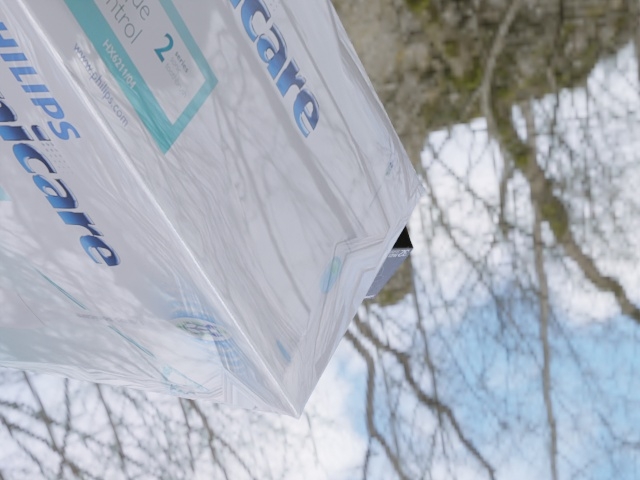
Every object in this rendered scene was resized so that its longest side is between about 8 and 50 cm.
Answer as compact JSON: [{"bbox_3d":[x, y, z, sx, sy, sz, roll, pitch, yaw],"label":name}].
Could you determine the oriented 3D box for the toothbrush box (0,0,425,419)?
[{"bbox_3d":[-0.139,-0.058,0.579,0.296,0.216,0.126,5,-130,34],"label":"toothbrush box"}]

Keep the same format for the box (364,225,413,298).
[{"bbox_3d":[0.000,0.000,0.850,0.083,0.062,0.052,-3,-120,-26],"label":"box"}]
